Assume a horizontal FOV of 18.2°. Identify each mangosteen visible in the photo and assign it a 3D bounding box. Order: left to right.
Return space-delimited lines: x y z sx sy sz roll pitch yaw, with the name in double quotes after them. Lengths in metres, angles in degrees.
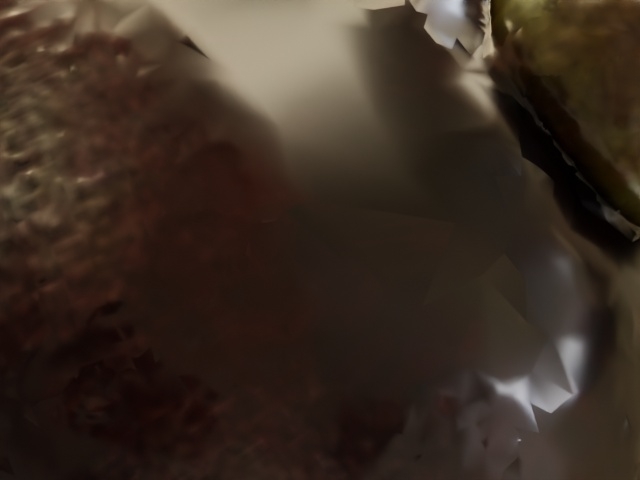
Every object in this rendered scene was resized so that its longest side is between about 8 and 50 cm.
-0.017 0.008 0.558 0.297 0.293 0.297 22 -137 -23 "mangosteen"
